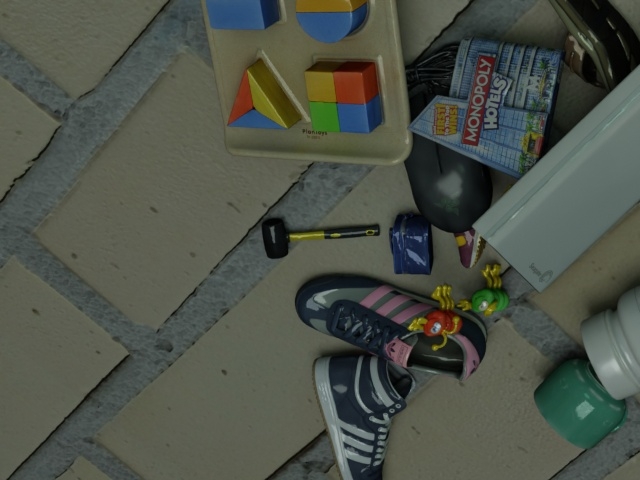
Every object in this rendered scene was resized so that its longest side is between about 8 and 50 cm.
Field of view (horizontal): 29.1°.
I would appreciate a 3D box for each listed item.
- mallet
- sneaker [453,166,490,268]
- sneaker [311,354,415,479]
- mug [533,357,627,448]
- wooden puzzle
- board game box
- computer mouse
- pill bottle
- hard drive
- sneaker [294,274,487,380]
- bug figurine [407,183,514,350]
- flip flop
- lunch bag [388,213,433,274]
[{"bbox_3d":[0.000,0.000,1.973,0.190,0.039,0.062,2,113,6],"label":"mallet"},{"bbox_3d":[0.214,-0.048,1.894,0.084,0.069,0.185,7,109,17],"label":"sneaker"},{"bbox_3d":[0.096,0.314,2.059,0.153,0.099,0.282,-12,108,18],"label":"sneaker"},{"bbox_3d":[0.424,0.249,1.959,0.129,0.158,0.097,48,115,19],"label":"mug"},{"bbox_3d":[-0.037,-0.277,1.780,0.322,0.080,0.348,6,115,29],"label":"wooden puzzle"},{"bbox_3d":[0.227,-0.188,1.728,0.194,0.060,0.194,11,94,18],"label":"board game box"},{"bbox_3d":[0.167,-0.139,1.811,0.188,0.072,0.272,-17,92,17],"label":"computer mouse"},{"bbox_3d":[0.547,0.124,1.848,0.283,0.160,0.160,-27,106,22],"label":"pill bottle"},{"bbox_3d":[0.387,-0.092,1.710,0.353,0.233,0.047,-44,56,6],"label":"hard drive"},{"bbox_3d":[0.107,0.141,1.959,0.319,0.131,0.112,11,116,6],"label":"sneaker"},{"bbox_3d":[0.257,0.047,1.848,0.072,0.216,0.279,44,116,26],"label":"bug figurine"},{"bbox_3d":[0.374,-0.283,1.738,0.080,0.112,0.277,-21,113,47],"label":"flip flop"},{"bbox_3d":[0.140,0.004,1.926,0.065,0.067,0.098,-1,113,11],"label":"lunch bag"}]
